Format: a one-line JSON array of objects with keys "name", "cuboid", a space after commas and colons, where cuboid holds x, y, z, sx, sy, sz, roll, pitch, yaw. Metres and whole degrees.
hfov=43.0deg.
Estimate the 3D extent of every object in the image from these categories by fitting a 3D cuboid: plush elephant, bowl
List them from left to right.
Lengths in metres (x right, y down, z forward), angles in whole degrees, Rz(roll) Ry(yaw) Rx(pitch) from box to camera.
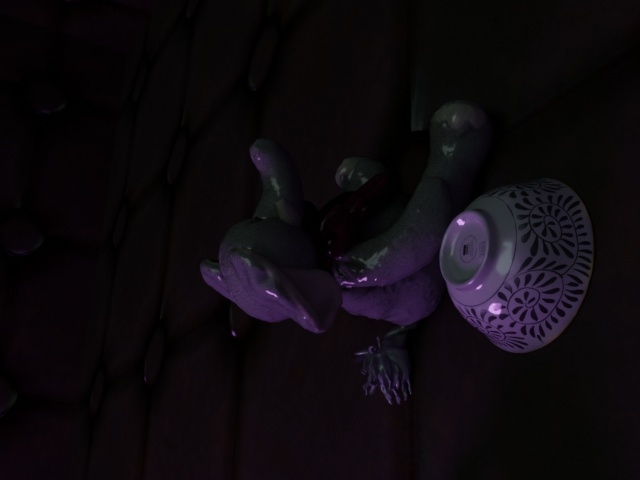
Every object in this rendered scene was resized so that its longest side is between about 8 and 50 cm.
[{"name": "plush elephant", "cuboid": [0.000, 0.000, 0.898, 0.272, 0.255, 0.330, -10, 70, 62]}, {"name": "bowl", "cuboid": [0.165, 0.016, 0.762, 0.170, 0.080, 0.170, -37, 46, 53]}]
